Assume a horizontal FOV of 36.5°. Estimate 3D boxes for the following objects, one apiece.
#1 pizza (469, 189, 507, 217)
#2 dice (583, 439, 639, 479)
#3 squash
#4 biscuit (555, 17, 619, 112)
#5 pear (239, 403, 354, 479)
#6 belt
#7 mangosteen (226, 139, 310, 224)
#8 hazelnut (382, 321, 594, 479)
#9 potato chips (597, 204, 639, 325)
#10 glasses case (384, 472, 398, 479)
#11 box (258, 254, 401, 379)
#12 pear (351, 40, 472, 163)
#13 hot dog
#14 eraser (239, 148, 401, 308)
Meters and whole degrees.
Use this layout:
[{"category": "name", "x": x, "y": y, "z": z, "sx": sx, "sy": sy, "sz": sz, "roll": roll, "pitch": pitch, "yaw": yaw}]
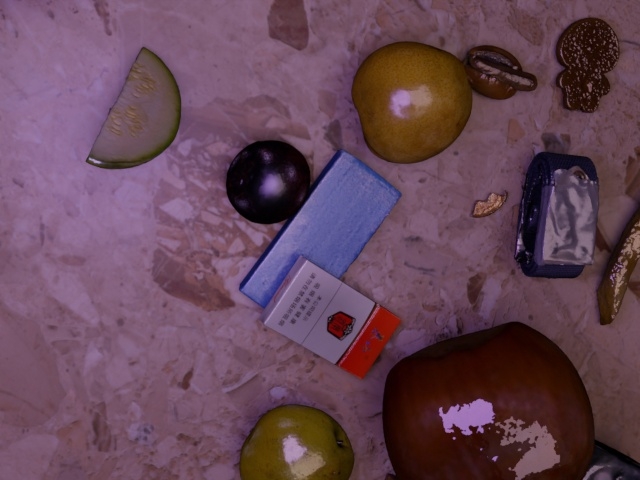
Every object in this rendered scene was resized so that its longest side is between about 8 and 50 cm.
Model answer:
[{"category": "pizza", "x": 0.314, "y": -0.068, "z": 1.805, "sx": 0.083, "sy": 0.016, "sz": 0.037, "roll": -32, "pitch": 104, "yaw": -3}, {"category": "dice", "x": 0.509, "y": 0.474, "z": 1.832, "sx": 0.183, "sy": 0.182, "sz": 0.181, "roll": 26, "pitch": 92, "yaw": -13}, {"category": "squash", "x": -0.274, "y": -0.197, "z": 1.517, "sx": 0.111, "sy": 0.289, "sz": 0.203, "roll": 26, "pitch": 92, "yaw": -13}, {"category": "biscuit", "x": 0.492, "y": -0.327, "z": 1.806, "sx": 0.124, "sy": 0.026, "sz": 0.175, "roll": 8, "pitch": 95, "yaw": -12}, {"category": "pear", "x": -0.041, "y": 0.381, "z": 1.704, "sx": 0.198, "sy": 0.198, "sz": 0.198, "roll": -2, "pitch": 98, "yaw": -12}, {"category": "belt", "x": 0.422, "y": -0.045, "z": 1.768, "sx": 0.126, "sy": 0.139, "sz": 0.230, "roll": 4, "pitch": 98, "yaw": -14}, {"category": "mangosteen", "x": -0.083, "y": -0.096, "z": 1.655, "sx": 0.153, "sy": 0.152, "sz": 0.152, "roll": -2, "pitch": 98, "yaw": -12}, {"category": "hazelnut", "x": 0.291, "y": 0.320, "z": 1.684, "sx": 0.366, "sy": 0.366, "sz": 0.365, "roll": -2, "pitch": 98, "yaw": -12}, {"category": "potato chips", "x": 0.626, "y": -0.023, "z": 1.858, "sx": 0.080, "sy": 0.057, "sz": 0.407, "roll": 31, "pitch": 90, "yaw": -11}, {"category": "glasses case", "x": 0.124, "y": 0.554, "z": 1.813, "sx": 0.049, "sy": 0.075, "sz": 0.218, "roll": 16, "pitch": 93, "yaw": -17}, {"category": "box", "x": 0.021, "y": 0.140, "z": 1.722, "sx": 0.245, "sy": 0.035, "sz": 0.139, "roll": 35, "pitch": 89, "yaw": -31}, {"category": "pear", "x": 0.158, "y": -0.238, "z": 1.647, "sx": 0.209, "sy": 0.209, "sz": 0.208, "roll": -2, "pitch": 98, "yaw": -12}, {"category": "hot dog", "x": 0.321, "y": -0.299, "z": 1.754, "sx": 0.140, "sy": 0.060, "sz": 0.089, "roll": 29, "pitch": 95, "yaw": -18}, {"category": "eraser", "x": 0.000, "y": 0.000, "z": 1.729, "sx": 0.144, "sy": 0.042, "sz": 0.312, "roll": 36, "pitch": 89, "yaw": -15}]
